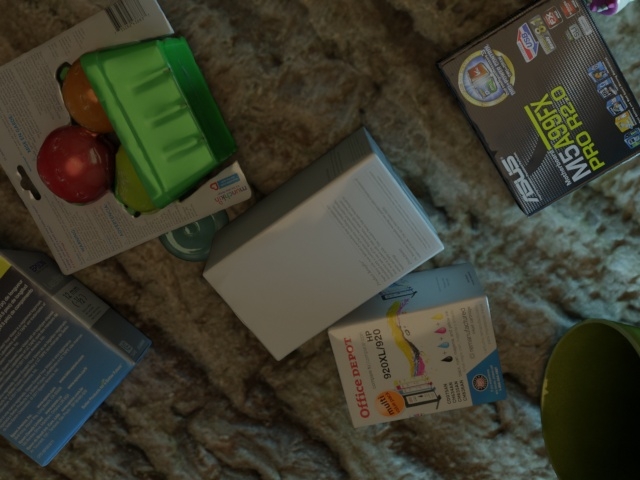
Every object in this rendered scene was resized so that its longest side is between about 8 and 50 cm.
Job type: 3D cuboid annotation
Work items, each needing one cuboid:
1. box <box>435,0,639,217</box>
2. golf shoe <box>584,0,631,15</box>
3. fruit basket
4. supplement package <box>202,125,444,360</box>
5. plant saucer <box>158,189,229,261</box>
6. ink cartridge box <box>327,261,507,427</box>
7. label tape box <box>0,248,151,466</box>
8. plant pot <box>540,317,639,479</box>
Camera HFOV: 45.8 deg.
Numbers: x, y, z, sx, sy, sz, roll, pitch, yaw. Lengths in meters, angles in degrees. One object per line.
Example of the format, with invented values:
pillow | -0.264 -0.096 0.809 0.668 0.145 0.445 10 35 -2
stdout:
box | 0.329 -0.203 1.111 0.216 0.060 0.270 -31 101 9
golf shoe | 0.387 -0.470 1.023 0.140 0.115 0.306 -24 110 -2
fruit basket | -0.317 -0.148 1.129 0.353 0.165 0.327 -21 103 24
supplement package | 0.000 0.000 1.112 0.293 0.175 0.177 -35 108 10
plant saucer | -0.205 -0.021 1.202 0.119 0.021 0.119 1 105 3
ink cartridge box | 0.142 0.156 1.158 0.233 0.168 0.171 -12 105 6
label tape box | -0.489 0.154 1.217 0.348 0.115 0.249 42 102 -6
plant pot | 0.536 0.264 1.143 0.294 0.275 0.274 6 106 -15
